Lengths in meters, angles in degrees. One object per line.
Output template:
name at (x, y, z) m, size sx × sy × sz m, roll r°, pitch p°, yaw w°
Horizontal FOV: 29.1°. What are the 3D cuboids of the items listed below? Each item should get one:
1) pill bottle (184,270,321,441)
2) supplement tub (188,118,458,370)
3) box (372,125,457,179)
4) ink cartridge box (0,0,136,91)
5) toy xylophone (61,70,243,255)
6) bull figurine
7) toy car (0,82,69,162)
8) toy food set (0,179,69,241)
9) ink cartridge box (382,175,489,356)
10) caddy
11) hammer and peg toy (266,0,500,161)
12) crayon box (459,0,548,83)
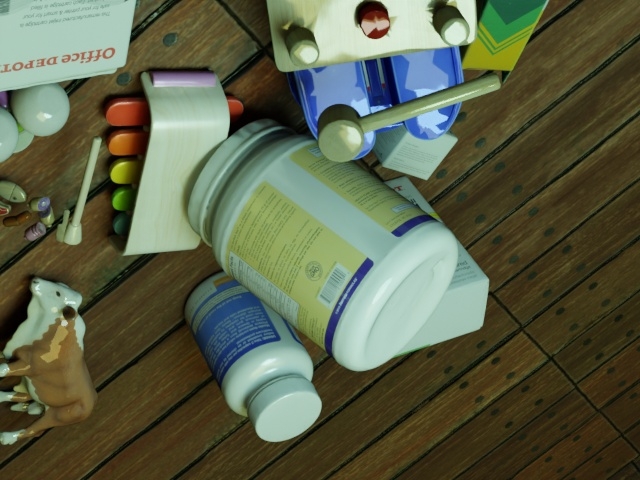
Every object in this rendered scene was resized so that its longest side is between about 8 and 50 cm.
pill bottle at (-0.104, 0.185, 1.974) m, size 0.152 × 0.272 × 0.152 m, roll -17°, pitch 137°, yaw -17°
supplement tub at (0.000, 0.000, 1.733) m, size 0.241 × 0.331 × 0.241 m, roll -41°, pitch 154°, yaw -25°
box at (0.134, -0.165, 1.907) m, size 0.101 × 0.102 × 0.087 m, roll 14°, pitch 124°, yaw -40°
ink cartridge box at (-0.316, -0.325, 1.426) m, size 0.197 × 0.114 × 0.273 m, roll -16°, pitch 138°, yaw -36°
toy xylophone at (-0.243, -0.096, 1.752) m, size 0.236 × 0.081 × 0.323 m, roll 2°, pitch 129°, yaw -34°
bull figurine at (-0.436, 0.192, 1.908) m, size 0.188 × 0.101 × 0.310 m, roll -17°, pitch 136°, yaw -11°
toy car at (-0.416, -0.166, 1.535) m, size 0.182 × 0.159 × 0.136 m, roll -36°, pitch 103°, yaw -36°
toy food set at (-0.411, -0.036, 1.701) m, size 0.122 × 0.019 × 0.078 m, roll 20°, pitch 124°, yaw -2°
ink cartridge box at (0.108, 0.040, 1.962) m, size 0.201 × 0.278 × 0.117 m, roll -16°, pitch 135°, yaw -19°
caddy at (0.064, -0.279, 1.686) m, size 0.241 × 0.179 × 0.341 m, roll -14°, pitch 125°, yaw 0°
hammer and peg toy at (0.067, -0.292, 1.492) m, size 0.266 × 0.127 × 0.361 m, roll -10°, pitch 118°, yaw -2°
crayon box at (0.237, -0.357, 1.637) m, size 0.081 × 0.202 × 0.318 m, roll 1°, pitch 164°, yaw -3°
